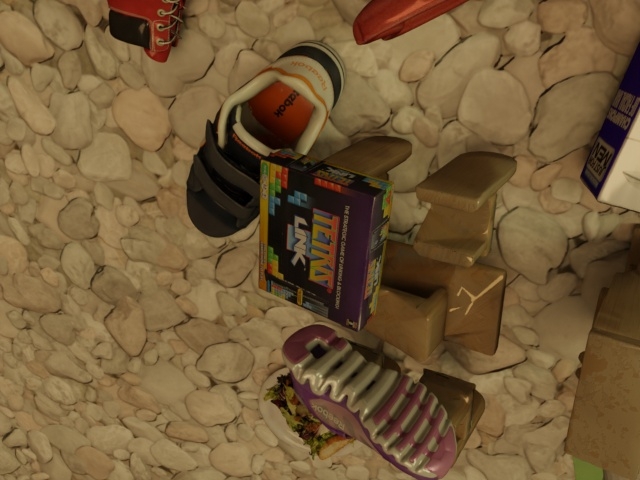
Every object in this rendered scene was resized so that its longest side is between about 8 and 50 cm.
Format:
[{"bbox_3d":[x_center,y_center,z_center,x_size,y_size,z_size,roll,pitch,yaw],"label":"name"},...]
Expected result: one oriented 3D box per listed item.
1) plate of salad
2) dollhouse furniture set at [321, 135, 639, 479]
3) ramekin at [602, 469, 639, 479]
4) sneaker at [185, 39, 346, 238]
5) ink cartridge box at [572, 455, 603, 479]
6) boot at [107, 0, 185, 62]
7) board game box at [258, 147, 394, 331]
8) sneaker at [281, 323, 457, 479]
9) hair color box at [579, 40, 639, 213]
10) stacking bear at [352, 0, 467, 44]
[{"bbox_3d":[-0.012,0.293,0.947,0.199,0.048,0.200,7,119,13],"label":"plate of salad"},{"bbox_3d":[0.215,0.070,0.713,0.393,0.256,0.363,16,121,32],"label":"dollhouse furniture set"},{"bbox_3d":[0.471,0.259,0.672,0.277,0.277,0.135,-14,105,22],"label":"ramekin"},{"bbox_3d":[-0.096,-0.106,0.720,0.126,0.127,0.321,36,122,-6],"label":"sneaker"},{"bbox_3d":[0.482,0.406,0.866,0.171,0.056,0.235,-8,116,20],"label":"ink cartridge box"},{"bbox_3d":[-0.151,-0.298,0.660,0.244,0.088,0.176,7,119,21],"label":"boot"},{"bbox_3d":[0.000,0.000,0.631,0.141,0.048,0.171,21,124,27],"label":"board game box"},{"bbox_3d":[0.051,0.202,0.678,0.236,0.095,0.105,32,134,28],"label":"sneaker"},{"bbox_3d":[0.410,-0.177,0.537,0.185,0.110,0.339,18,112,6],"label":"hair color box"},{"bbox_3d":[0.064,-0.358,0.533,0.164,0.175,0.289,-20,102,26],"label":"stacking bear"}]
